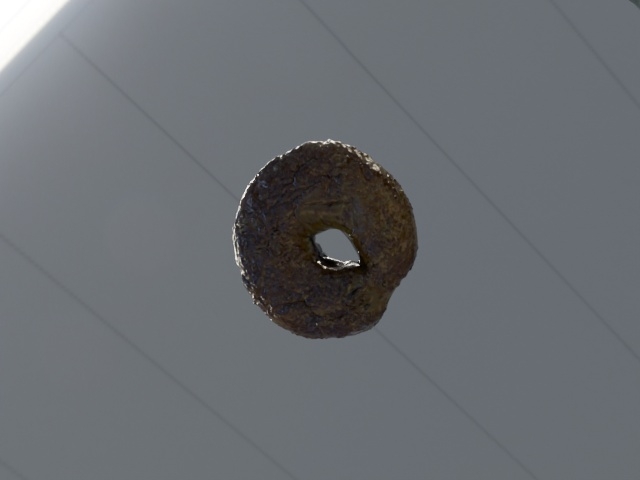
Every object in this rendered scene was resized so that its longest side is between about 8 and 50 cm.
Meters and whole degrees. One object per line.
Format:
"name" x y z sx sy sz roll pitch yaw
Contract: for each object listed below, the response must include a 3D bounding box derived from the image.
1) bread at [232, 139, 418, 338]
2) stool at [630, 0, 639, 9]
"bread" 0.000 0.000 0.994 0.193 0.064 0.193 1 -86 18
"stool" 0.389 -0.353 0.936 0.297 0.330 0.297 -1 -94 7
